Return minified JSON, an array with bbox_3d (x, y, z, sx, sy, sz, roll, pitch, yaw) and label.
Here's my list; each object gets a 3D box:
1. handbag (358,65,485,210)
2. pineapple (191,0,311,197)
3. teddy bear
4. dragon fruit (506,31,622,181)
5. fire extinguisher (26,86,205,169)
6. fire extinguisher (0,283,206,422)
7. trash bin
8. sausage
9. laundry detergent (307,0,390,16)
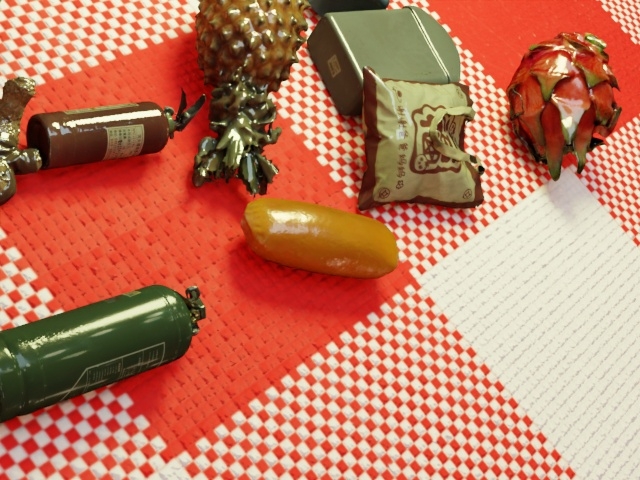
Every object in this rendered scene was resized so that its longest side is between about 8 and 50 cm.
[{"bbox_3d":[0.152,-0.152,1.627,0.235,0.127,0.213,-1,87,-35],"label":"handbag"},{"bbox_3d":[-0.115,-0.232,1.505,0.175,0.175,0.361,21,65,-21],"label":"pineapple"},{"bbox_3d":[-0.395,-0.116,1.276,0.119,0.078,0.160,4,78,-15],"label":"teddy bear"},{"bbox_3d":[0.416,-0.234,1.839,0.193,0.192,0.274,14,83,21],"label":"dragon fruit"},{"bbox_3d":[-0.254,-0.150,1.365,0.231,0.099,0.071,-14,56,-34],"label":"fire extinguisher"},{"bbox_3d":[-0.244,0.112,1.200,0.311,0.114,0.095,-16,108,-39],"label":"fire extinguisher"},{"bbox_3d":[0.113,-0.291,1.731,0.236,0.101,0.177,-9,66,-35],"label":"trash bin"},{"bbox_3d":[0.000,0.000,1.446,0.238,0.098,0.098,12,53,-30],"label":"sausage"},{"bbox_3d":[0.028,-0.505,1.827,0.143,0.094,0.290,6,56,-27],"label":"laundry detergent"}]
